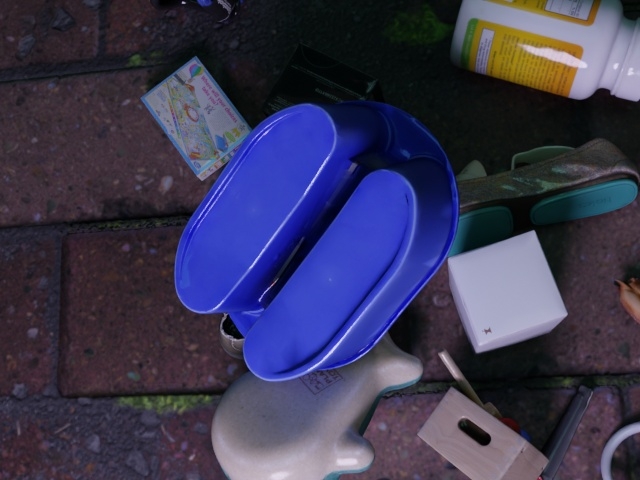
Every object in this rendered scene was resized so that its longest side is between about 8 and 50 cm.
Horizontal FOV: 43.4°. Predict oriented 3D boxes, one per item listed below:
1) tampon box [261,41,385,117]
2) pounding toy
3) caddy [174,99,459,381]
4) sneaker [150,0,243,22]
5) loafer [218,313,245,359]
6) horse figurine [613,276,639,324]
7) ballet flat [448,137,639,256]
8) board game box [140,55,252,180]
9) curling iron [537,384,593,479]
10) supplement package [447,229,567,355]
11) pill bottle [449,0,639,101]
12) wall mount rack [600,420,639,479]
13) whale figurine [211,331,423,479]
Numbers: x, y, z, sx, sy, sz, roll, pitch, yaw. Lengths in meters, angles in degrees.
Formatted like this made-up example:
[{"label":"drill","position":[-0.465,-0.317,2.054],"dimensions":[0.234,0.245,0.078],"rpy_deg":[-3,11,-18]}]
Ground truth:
[{"label":"tampon box","position":[0.012,-0.161,1.056],"dimensions":[0.120,0.161,0.101],"rpy_deg":[28,84,16]},{"label":"pounding toy","position":[0.187,0.221,0.949],"dimensions":[0.141,0.130,0.100],"rpy_deg":[34,85,38]},{"label":"caddy","position":[0.000,0.000,0.915],"dimensions":[0.241,0.179,0.341],"rpy_deg":[42,108,14]},{"label":"sneaker","position":[-0.132,-0.422,1.168],"dimensions":[0.316,0.127,0.182],"rpy_deg":[-25,78,11]},{"label":"loafer","position":[-0.022,0.088,1.046],"dimensions":[0.251,0.087,0.094],"rpy_deg":[-26,75,4]},{"label":"horse figurine","position":[0.484,0.142,0.959],"dimensions":[0.174,0.066,0.263],"rpy_deg":[-16,74,1]},{"label":"ballet flat","position":[0.243,-0.059,1.039],"dimensions":[0.316,0.107,0.106],"rpy_deg":[-13,56,2]},{"label":"board game box","position":[-0.175,-0.177,1.162],"dimensions":[0.103,0.026,0.154],"rpy_deg":[-37,74,1]},{"label":"curling iron","position":[0.251,0.292,0.982],"dimensions":[0.068,0.035,0.274],"rpy_deg":[36,86,15]},{"label":"supplement package","position":[0.218,0.069,0.961],"dimensions":[0.105,0.179,0.105],"rpy_deg":[-19,76,6]},{"label":"pill bottle","position":[0.304,-0.261,1.041],"dimensions":[0.246,0.136,0.136],"rpy_deg":[19,82,13]},{"label":"wall mount rack","position":[0.438,0.285,0.821],"dimensions":[0.304,0.130,0.350],"rpy_deg":[-38,45,9]},{"label":"whale figurine","position":[0.001,0.220,1.003],"dimensions":[0.272,0.141,0.216],"rpy_deg":[-32,43,-20]}]
